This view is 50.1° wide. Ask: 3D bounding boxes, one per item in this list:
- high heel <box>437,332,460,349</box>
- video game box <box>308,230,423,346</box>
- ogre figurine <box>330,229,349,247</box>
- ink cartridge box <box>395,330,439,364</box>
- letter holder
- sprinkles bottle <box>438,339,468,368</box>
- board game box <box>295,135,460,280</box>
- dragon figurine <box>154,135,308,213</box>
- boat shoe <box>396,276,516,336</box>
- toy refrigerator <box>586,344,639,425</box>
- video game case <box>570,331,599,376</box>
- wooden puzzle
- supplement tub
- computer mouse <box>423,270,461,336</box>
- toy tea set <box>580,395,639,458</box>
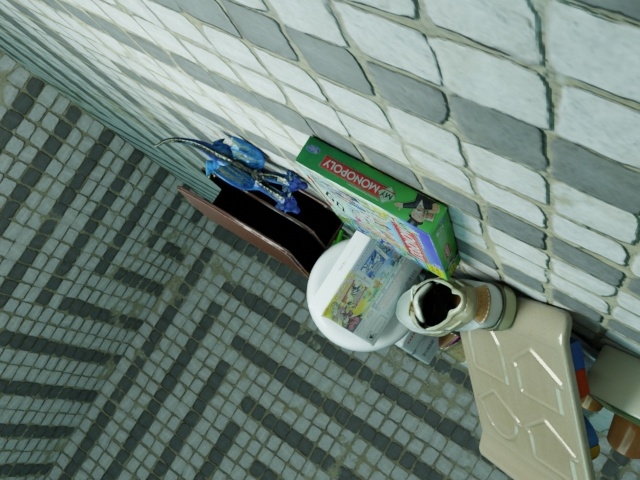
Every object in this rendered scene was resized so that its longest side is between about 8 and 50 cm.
[{"bbox_3d":[0.333,0.221,1.755,0.082,0.117,0.244,31,175,11],"label":"high heel"},{"bbox_3d":[0.094,0.080,1.302,0.048,0.205,0.187,29,174,42],"label":"video game box"},{"bbox_3d":[0.000,0.000,1.714,0.118,0.097,0.197,19,175,37],"label":"ogre figurine"},{"bbox_3d":[0.264,0.221,1.863,0.100,0.172,0.237,29,174,33],"label":"ink cartridge box"},{"bbox_3d":[-0.129,-0.075,1.477,0.301,0.152,0.214,30,173,19],"label":"letter holder"},{"bbox_3d":[0.507,0.356,2.029,0.355,0.121,0.121,34,175,-15],"label":"sprinkles bottle"},{"bbox_3d":[0.099,-0.037,1.029,0.213,0.046,0.317,31,175,20],"label":"board game box"},{"bbox_3d":[-0.158,-0.144,1.302,0.289,0.085,0.144,29,175,-24],"label":"dragon figurine"},{"bbox_3d":[0.207,0.110,1.211,0.103,0.113,0.302,11,166,-23],"label":"boat shoe"},{"bbox_3d":[0.534,0.259,1.012,0.102,0.094,0.269,35,174,-35],"label":"toy refrigerator"},{"bbox_3d":[0.436,0.224,1.221,0.143,0.019,0.157,38,147,-1],"label":"video game case"},{"bbox_3d":[0.358,0.255,1.173,0.080,0.348,0.322,-14,-169,-17],"label":"wooden puzzle"},{"bbox_3d":[0.099,0.127,1.550,0.241,0.241,0.331,31,175,6],"label":"supplement tub"},{"bbox_3d":[0.291,0.162,1.405,0.272,0.072,0.188,39,-162,-28],"label":"computer mouse"},{"bbox_3d":[0.574,0.312,1.432,0.336,0.124,0.200,26,-157,21],"label":"toy tea set"}]
